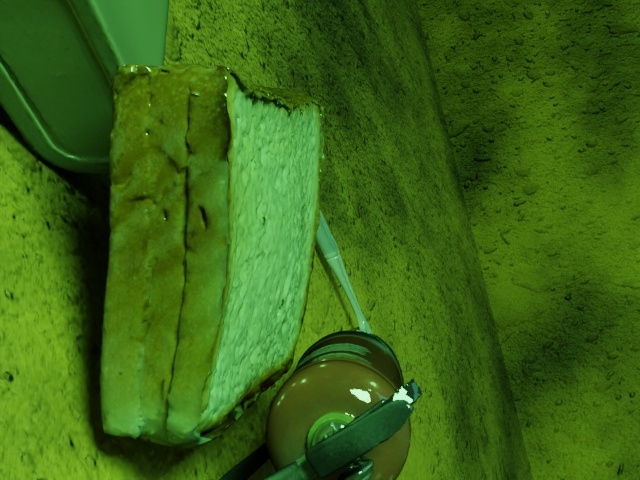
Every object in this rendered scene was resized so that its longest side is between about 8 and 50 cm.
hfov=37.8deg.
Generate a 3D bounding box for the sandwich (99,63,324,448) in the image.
[{"bbox_3d":[-0.077,0.005,0.748,0.301,0.099,0.271,-27,127,-77],"label":"sandwich"}]

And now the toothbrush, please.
[{"bbox_3d":[0.002,-0.001,1.243,0.025,0.030,0.342,-50,119,-70],"label":"toothbrush"}]

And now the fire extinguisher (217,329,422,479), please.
[{"bbox_3d":[0.000,0.173,0.800,0.113,0.200,0.376,37,0,3],"label":"fire extinguisher"}]

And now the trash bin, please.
[{"bbox_3d":[-0.188,-0.213,0.707,0.243,0.121,0.247,74,10,-55],"label":"trash bin"}]
